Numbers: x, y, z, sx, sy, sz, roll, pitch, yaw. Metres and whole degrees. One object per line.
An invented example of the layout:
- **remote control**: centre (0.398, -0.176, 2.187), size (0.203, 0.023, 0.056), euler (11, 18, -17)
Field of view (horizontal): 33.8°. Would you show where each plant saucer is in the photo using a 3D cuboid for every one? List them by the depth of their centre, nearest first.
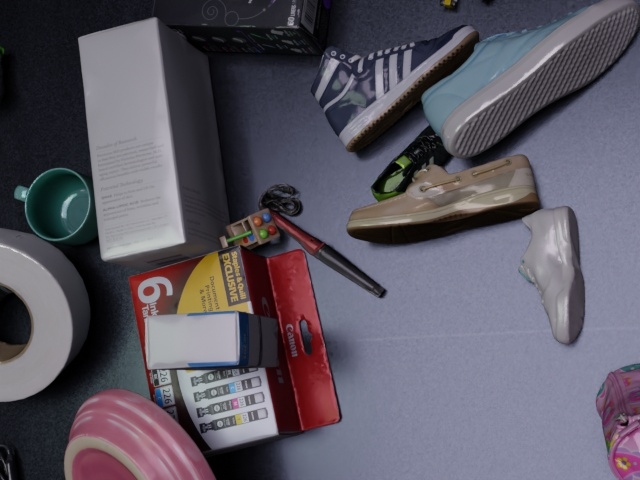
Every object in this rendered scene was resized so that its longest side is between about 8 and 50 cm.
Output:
- **plant saucer**: centre (-0.289, 0.396, 1.648), size (0.332, 0.084, 0.332), euler (20, 124, 33)

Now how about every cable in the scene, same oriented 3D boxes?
- **cable**: centre (-0.597, 0.454, 1.851), size (0.151, 0.047, 0.184), euler (-15, 78, 15)

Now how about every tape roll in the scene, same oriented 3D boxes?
- **tape roll**: centre (-0.544, 0.126, 1.802), size (0.286, 0.100, 0.286), euler (2, 104, 7)

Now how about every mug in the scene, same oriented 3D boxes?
- **mug**: centre (-0.446, -0.065, 1.857), size (0.129, 0.097, 0.157), euler (-42, 71, 8)

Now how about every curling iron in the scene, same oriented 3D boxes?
- **curling iron**: centre (0.000, 0.000, 1.739), size (0.274, 0.035, 0.068), euler (43, 96, 19)

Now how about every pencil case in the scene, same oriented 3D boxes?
- **pencil case**: centre (0.441, 0.252, 1.429), size (0.124, 0.284, 0.124), euler (2, 98, 12)

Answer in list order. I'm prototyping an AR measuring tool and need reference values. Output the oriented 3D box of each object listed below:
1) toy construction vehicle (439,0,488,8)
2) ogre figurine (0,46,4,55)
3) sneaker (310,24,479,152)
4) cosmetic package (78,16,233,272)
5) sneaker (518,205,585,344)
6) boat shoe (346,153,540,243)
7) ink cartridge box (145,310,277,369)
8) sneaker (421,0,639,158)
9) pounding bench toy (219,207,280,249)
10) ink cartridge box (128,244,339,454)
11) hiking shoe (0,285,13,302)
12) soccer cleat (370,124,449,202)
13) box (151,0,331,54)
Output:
- **toy construction vehicle**: centre (0.248, -0.426, 1.733), size (0.086, 0.035, 0.098), euler (7, 81, 29)
- **ogre figurine**: centre (-0.662, -0.274, 1.966), size (0.197, 0.097, 0.118), euler (-24, 56, -3)
- **sneaker**: centre (0.111, -0.288, 1.716), size (0.282, 0.099, 0.153), euler (-40, 74, 11)
- **cosmetic package**: centre (-0.270, -0.150, 1.756), size (0.156, 0.217, 0.384), euler (-13, 76, 15)
- **sneaker**: centre (0.347, 0.056, 1.609), size (0.094, 0.080, 0.212), euler (-8, 72, 28)
- **boat shoe**: centre (0.186, -0.066, 1.657), size (0.303, 0.109, 0.098), euler (-12, 73, 10)
- **ink cartridge box**: centre (-0.155, 0.149, 1.547), size (0.140, 0.191, 0.082), euler (-4, 80, 14)
- **sneaker**: centre (0.314, -0.287, 1.633), size (0.366, 0.135, 0.150), euler (-33, 57, -2)
- **pounding bench toy**: centre (-0.118, -0.012, 1.737), size (0.065, 0.083, 0.052), euler (-23, 92, 40)
- **ink cartridge box**: centre (-0.139, 0.177, 1.706), size (0.272, 0.130, 0.309), euler (-17, 77, 13)
- **hiking shoe**: centre (-0.679, 0.014, 1.910), size (0.132, 0.113, 0.304), euler (-46, 71, 5)
- **soccer cleat**: centre (0.152, -0.128, 1.691), size (0.179, 0.072, 0.060), euler (-47, 71, 6)
- **box**: centre (-0.129, -0.416, 1.788), size (0.271, 0.143, 0.165), euler (5, 82, 19)
